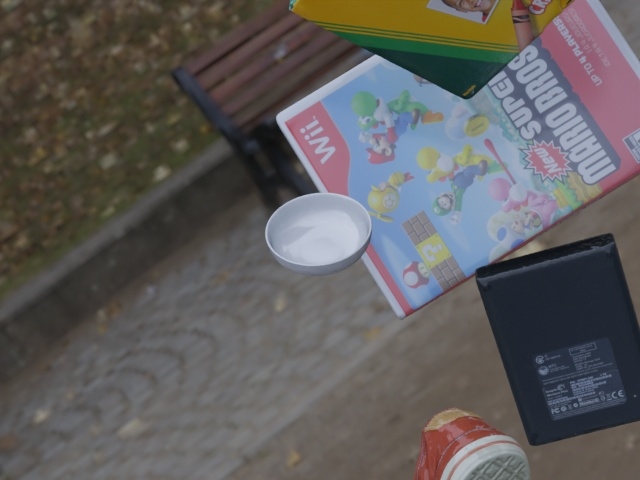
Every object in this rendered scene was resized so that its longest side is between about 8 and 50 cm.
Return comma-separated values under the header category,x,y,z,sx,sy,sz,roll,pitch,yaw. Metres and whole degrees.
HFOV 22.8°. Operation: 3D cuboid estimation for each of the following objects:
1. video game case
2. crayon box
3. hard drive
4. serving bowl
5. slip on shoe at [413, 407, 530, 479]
category,x,y,z,sx,sy,sz,roll,pitch,yaw
video game case,0.135,-0.093,1.332,0.285,0.204,0.025,-32,-9,-1
crayon box,0.118,-0.234,1.132,0.278,0.165,0.081,-43,30,46
hard drive,0.167,0.068,1.063,0.094,0.135,0.022,-15,24,11
serving bowl,0.000,0.000,1.233,0.083,0.027,0.083,-5,42,5
slip on shoe,0.130,0.296,1.523,0.123,0.331,0.101,-13,38,-21
